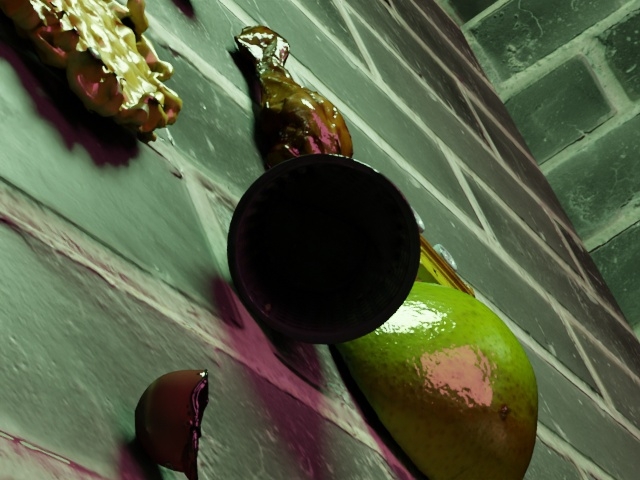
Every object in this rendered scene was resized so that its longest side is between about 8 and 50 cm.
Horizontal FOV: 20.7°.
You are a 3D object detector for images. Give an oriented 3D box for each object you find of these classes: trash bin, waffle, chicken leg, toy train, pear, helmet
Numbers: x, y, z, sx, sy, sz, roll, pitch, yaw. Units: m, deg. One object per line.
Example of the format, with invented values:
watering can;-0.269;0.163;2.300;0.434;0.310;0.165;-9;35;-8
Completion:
trash bin;0.000;0.000;1.643;0.175;0.175;0.161;54;2;-6
waffle;-0.215;-0.202;1.546;0.262;0.060;0.280;54;14;-9
chicken leg;-0.041;-0.168;2.037;0.113;0.093;0.304;30;22;-37
toy train;0.105;0.044;2.014;0.219;0.089;0.127;48;14;-34
pear;0.111;0.121;1.799;0.239;0.139;0.288;26;30;-48
helmet;-0.103;0.127;1.191;0.065;0.049;0.084;98;-3;-62
